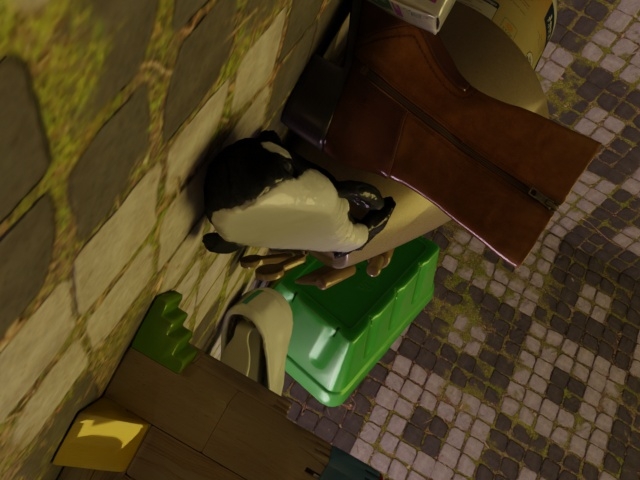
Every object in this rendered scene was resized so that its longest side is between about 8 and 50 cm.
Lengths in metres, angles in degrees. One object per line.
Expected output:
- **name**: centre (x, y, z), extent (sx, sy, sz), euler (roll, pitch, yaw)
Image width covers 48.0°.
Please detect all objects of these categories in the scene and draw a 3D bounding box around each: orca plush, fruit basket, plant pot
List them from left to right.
- **orca plush**: centre (-0.013, -0.054, 0.624), extent (0.151, 0.102, 0.287), euler (-21, 166, 33)
- **fruit basket**: centre (0.022, 0.129, 1.415), extent (0.392, 0.283, 0.392), euler (-48, 167, -14)
- **plant pot**: centre (0.079, -0.102, 0.846), extent (0.274, 0.256, 0.256), euler (-41, 170, -21)

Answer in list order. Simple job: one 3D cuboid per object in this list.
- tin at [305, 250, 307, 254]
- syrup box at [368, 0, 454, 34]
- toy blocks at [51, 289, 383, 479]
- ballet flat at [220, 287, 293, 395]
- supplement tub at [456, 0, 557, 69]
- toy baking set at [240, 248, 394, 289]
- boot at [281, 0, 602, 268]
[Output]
- **tin**: centre (-0.015, -0.033, 1.584), extent (0.190, 0.040, 0.106), euler (110, 5, -71)
- **syrup box**: centre (0.107, -0.291, 0.554), extent (0.237, 0.096, 0.093), euler (-61, 175, 12)
- **toy blocks**: centre (-0.111, 0.273, 0.642), extent (0.382, 0.260, 0.191), euler (-61, 177, 5)
- **ballet flat**: centre (-0.122, 0.273, 1.113), extent (0.139, 0.139, 0.401), euler (-40, 135, -82)
- **supplement tub**: centre (0.219, -0.304, 1.074), extent (0.316, 0.228, 0.228), euler (-59, 177, -31)
- **toy baking set**: centre (0.006, 0.001, 0.945), extent (0.256, 0.196, 0.030), euler (-49, 138, -63)
- **boot**: centre (0.143, -0.152, 0.682), extent (0.264, 0.280, 0.096), euler (-60, 177, -3)
